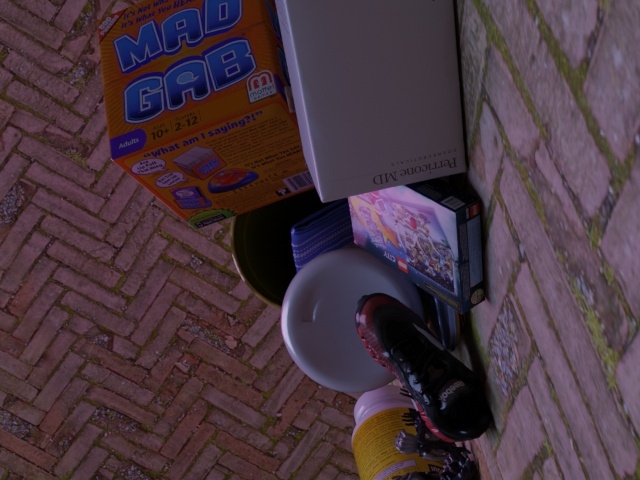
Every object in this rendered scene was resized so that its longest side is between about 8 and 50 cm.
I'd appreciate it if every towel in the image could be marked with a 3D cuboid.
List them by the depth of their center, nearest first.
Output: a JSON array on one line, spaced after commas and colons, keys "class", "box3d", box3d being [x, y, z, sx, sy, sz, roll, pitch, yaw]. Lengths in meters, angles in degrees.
[{"class": "towel", "box3d": [0.063, 0.023, 1.673, 0.040, 0.243, 0.336, 52, 163, 32]}]

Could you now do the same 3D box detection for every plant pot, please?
[{"class": "plant pot", "box3d": [0.000, 0.000, 2.110, 0.353, 0.367, 0.366, 21, -123, -79]}]

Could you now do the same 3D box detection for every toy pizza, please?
[{"class": "toy pizza", "box3d": [0.189, 0.072, 1.302, 0.201, 0.032, 0.201, 169, 90, -87]}]

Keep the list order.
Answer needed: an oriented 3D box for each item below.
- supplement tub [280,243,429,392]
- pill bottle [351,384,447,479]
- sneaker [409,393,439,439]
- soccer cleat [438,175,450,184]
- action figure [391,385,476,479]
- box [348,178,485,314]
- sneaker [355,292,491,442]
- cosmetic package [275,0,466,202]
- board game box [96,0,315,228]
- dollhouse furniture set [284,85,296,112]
[{"class": "supplement tub", "box3d": [0.073, 0.124, 1.485, 0.325, 0.236, 0.235, -10, -92, -80]}, {"class": "pill bottle", "box3d": [0.171, 0.467, 1.785, 0.334, 0.188, 0.187, -107, 6, -57]}, {"class": "sneaker", "box3d": [0.215, 0.337, 1.738, 0.061, 0.054, 0.152, 77, 179, -77]}, {"class": "soccer cleat", "box3d": [0.123, -0.137, 1.218, 0.095, 0.083, 0.247, 96, 159, -56]}, {"class": "action figure", "box3d": [0.195, 0.392, 1.505, 0.275, 0.141, 0.164, -103, 14, -58]}, {"class": "box", "box3d": [0.122, -0.022, 1.129, 0.233, 0.044, 0.159, 35, 145, 46]}, {"class": "sneaker", "box3d": [0.158, 0.189, 1.240, 0.276, 0.098, 0.135, 53, 169, -6]}, {"class": "cosmetic package", "box3d": [0.052, -0.251, 1.007, 0.155, 0.197, 0.365, -108, 5, -60]}, {"class": "board game box", "box3d": [-0.211, -0.295, 1.782, 0.356, 0.357, 0.356, 49, -154, -61]}, {"class": "dollhouse furniture set", "box3d": [0.015, -0.337, 1.500, 0.160, 0.182, 0.101, 81, 176, -50]}]
